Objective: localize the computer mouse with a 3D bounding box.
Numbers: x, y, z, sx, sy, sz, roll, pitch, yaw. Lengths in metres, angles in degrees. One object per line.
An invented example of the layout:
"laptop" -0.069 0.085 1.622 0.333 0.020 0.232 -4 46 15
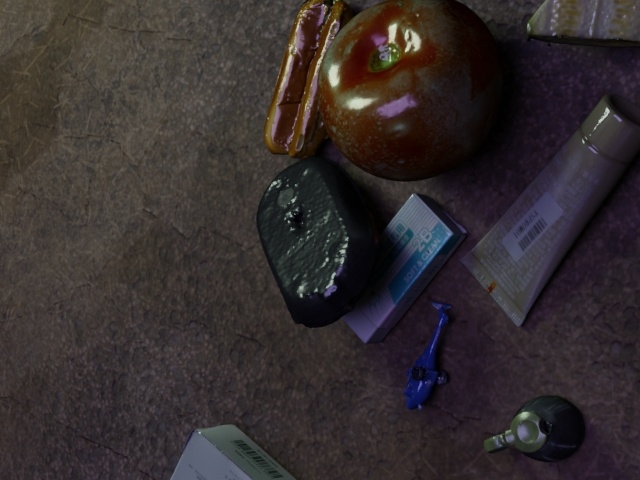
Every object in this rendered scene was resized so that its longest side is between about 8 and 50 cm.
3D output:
"computer mouse" 0.004 0.002 1.933 0.183 0.116 0.323 -47 36 21

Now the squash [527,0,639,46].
"squash" 0.384 -0.401 1.711 0.203 0.111 0.289 5 95 4

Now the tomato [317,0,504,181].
"tomato" 0.135 -0.208 1.820 0.270 0.222 0.270 -16 55 24

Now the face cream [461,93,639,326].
"face cream" 0.325 -0.047 1.770 0.137 0.084 0.341 51 124 28

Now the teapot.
"teapot" 0.291 0.271 1.762 0.092 0.090 0.124 48 114 29

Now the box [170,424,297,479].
"box" -0.165 0.475 2.073 0.200 0.106 0.299 36 110 32

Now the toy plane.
"toy plane" 0.157 0.173 1.894 0.062 0.054 0.167 37 112 58

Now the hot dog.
"hot dog" -0.011 -0.255 2.017 0.115 0.072 0.269 25 101 35

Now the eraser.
"eraser" 0.115 0.043 1.924 0.095 0.052 0.225 48 114 26
